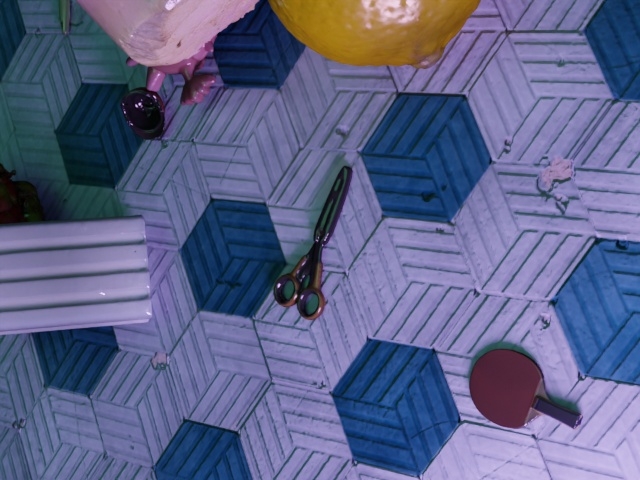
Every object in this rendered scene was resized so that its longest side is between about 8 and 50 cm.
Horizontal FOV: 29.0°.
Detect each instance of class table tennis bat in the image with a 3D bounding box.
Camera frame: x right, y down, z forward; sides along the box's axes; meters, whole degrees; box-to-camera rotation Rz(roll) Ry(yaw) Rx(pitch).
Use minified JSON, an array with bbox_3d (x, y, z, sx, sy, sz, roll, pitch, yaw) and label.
[{"bbox_3d":[0.251,0.192,1.521,0.158,0.014,0.095,24,98,37],"label":"table tennis bat"}]

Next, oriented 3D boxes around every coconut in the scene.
[{"bbox_3d":[-0.229,-0.424,1.678,0.297,0.297,0.309,-42,81,25],"label":"coconut"}]

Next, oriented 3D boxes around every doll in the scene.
[{"bbox_3d":[-0.218,-0.327,1.853,0.211,0.093,0.262,-31,72,26],"label":"doll"}]

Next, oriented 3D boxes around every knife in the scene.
[{"bbox_3d":[-0.432,-0.441,2.065,0.030,0.014,0.207,-9,80,34],"label":"knife"}]

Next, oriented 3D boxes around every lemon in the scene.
[{"bbox_3d":[0.060,-0.383,1.520,0.336,0.336,0.336,-4,84,35],"label":"lemon"}]

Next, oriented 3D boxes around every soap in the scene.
[{"bbox_3d":[-0.392,0.053,1.847,0.087,0.265,0.159,141,123,-74],"label":"soap"}]

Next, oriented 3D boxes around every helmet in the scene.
[{"bbox_3d":[-0.267,-0.200,1.904,0.065,0.049,0.084,-17,111,16],"label":"helmet"}]

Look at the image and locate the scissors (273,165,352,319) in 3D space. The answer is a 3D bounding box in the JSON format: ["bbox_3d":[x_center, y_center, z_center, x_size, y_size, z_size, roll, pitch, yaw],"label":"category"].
[{"bbox_3d":[0.000,0.000,1.715,0.088,0.017,0.220,28,101,35],"label":"scissors"}]

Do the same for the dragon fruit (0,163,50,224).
[{"bbox_3d":[-0.552,0.007,1.985,0.302,0.237,0.231,56,137,10],"label":"dragon fruit"}]
